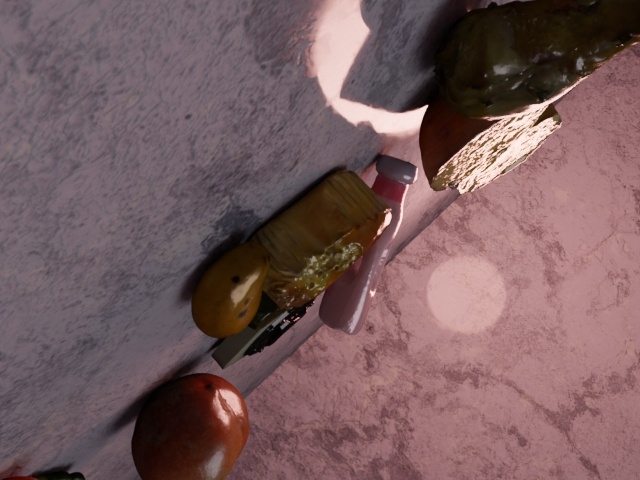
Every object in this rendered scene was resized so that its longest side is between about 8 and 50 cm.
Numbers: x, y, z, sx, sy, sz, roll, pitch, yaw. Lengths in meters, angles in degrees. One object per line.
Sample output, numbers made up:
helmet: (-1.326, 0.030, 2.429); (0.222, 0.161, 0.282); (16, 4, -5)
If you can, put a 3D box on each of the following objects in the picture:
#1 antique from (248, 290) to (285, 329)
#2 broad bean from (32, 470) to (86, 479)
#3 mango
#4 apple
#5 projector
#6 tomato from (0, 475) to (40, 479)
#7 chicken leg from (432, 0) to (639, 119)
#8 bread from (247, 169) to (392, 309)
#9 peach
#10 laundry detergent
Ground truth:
antique: (-0.071, 0.085, 1.210); (0.221, 0.080, 0.081); (-35, 165, -31)
broad bean: (-0.498, 0.457, 1.146); (0.256, 0.052, 0.053); (81, 16, -74)
mango: (-0.135, 0.077, 0.914); (0.115, 0.090, 0.178); (-30, 159, -37)
apple: (0.278, -0.217, 1.106); (0.251, 0.163, 0.293); (-37, 159, 20)
projector: (-0.101, 0.176, 1.434); (0.259, 0.079, 0.257); (-46, 170, 23)
tomato: (-0.465, 0.448, 0.936); (0.167, 0.167, 0.167); (-42, 169, -10)
chicken leg: (0.318, -0.258, 0.776); (0.201, 0.153, 0.429); (-2, 174, -43)
bread: (0.000, 0.000, 1.010); (0.250, 0.133, 0.179); (-36, 171, -29)
peach: (-0.271, 0.402, 1.301); (0.252, 0.252, 0.252); (-42, 169, -10)
laundry detergent: (0.091, 0.005, 1.165); (0.159, 0.087, 0.335); (-128, -122, -78)
